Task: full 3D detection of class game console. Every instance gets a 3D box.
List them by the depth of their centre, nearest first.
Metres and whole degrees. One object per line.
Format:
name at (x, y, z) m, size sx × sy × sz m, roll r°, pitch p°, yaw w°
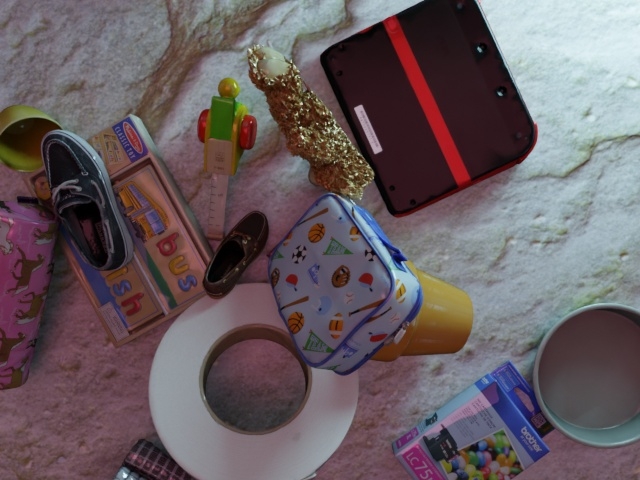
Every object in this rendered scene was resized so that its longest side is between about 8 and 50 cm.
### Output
game console at (0.224, -0.285, 1.077) m, size 0.341 × 0.060 × 0.387 m, roll -25°, pitch 90°, yaw 8°

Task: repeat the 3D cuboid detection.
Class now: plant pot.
plant pot at (0.182, 0.142, 1.022) m, size 0.187 × 0.205 × 0.205 m, roll 13°, pitch 92°, yaw -14°
plant pot at (-0.605, -0.221, 1.072) m, size 0.134 × 0.134 × 0.095 m, roll -44°, pitch 64°, yaw 2°

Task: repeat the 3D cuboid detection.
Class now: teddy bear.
teddy bear at (-0.032, -0.212, 0.982) m, size 0.113 × 0.338 × 0.245 m, roll -37°, pitch 47°, yaw 7°

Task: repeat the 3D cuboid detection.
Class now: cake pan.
cake pan at (0.572, 0.271, 1.072) m, size 0.292 × 0.054 × 0.294 m, roll 0°, pitch 91°, yaw 2°

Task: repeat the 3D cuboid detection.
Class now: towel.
towel at (-0.296, 0.503, 1.014) m, size 0.235 × 0.284 × 0.121 m, roll 33°, pitch 51°, yaw -5°

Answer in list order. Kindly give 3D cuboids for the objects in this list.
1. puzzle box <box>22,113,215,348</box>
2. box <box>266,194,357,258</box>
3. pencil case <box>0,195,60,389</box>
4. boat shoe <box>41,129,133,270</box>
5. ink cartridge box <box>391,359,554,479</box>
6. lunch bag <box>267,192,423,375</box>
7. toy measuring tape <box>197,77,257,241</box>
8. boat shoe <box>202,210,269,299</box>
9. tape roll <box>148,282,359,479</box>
puzzle box at (-0.399, -0.017, 1.093) m, size 0.272 × 0.052 × 0.409 m, roll -29°, pitch 90°, yaw 4°
box at (0.000, 0.000, 1.093) m, size 0.207 × 0.036 × 0.114 m, roll -44°, pitch 89°, yaw 2°
pencil case at (-0.630, 0.107, 1.032) m, size 0.160 × 0.167 × 0.387 m, roll 7°, pitch 104°, yaw -40°
boat shoe at (-0.467, -0.078, 1.016) m, size 0.108 × 0.102 × 0.302 m, roll -22°, pitch 91°, yaw 5°
ink cartridge box at (0.325, 0.413, 1.082) m, size 0.311 × 0.065 × 0.186 m, roll -37°, pitch 90°, yaw 1°
lunch bag at (0.038, 0.071, 0.926) m, size 0.243 × 0.114 × 0.303 m, roll -47°, pitch 45°, yaw 16°
toy measuring tape at (-0.194, -0.166, 1.082) m, size 0.121 × 0.121 × 0.331 m, roll 9°, pitch 114°, yaw 2°
boat shoe at (-0.163, 0.019, 1.042) m, size 0.073 × 0.073 × 0.207 m, roll 21°, pitch 62°, yaw 10°
tape roll at (-0.120, 0.267, 0.988) m, size 0.391 × 0.072 × 0.392 m, roll 3°, pitch 59°, yaw -6°
